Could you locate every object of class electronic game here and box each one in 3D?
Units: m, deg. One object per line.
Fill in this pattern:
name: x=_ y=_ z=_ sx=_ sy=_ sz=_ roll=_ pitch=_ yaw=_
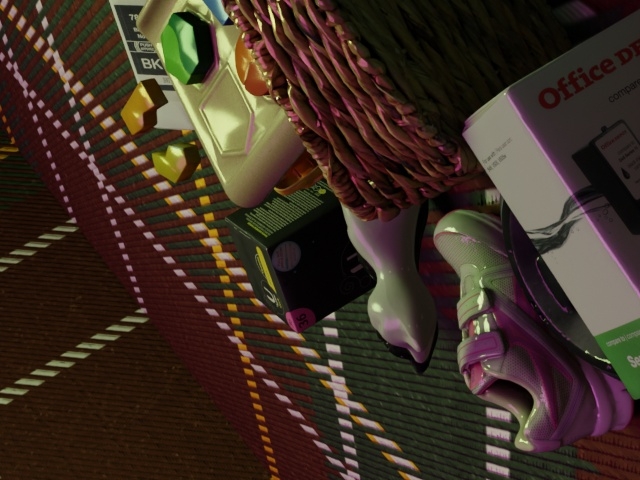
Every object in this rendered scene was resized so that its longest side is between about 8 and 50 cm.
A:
electronic game: x=0.224 y=0.015 z=1.014 sx=0.229 sy=0.048 sz=0.229 roll=43 pitch=149 yaw=34

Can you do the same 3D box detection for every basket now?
basket: x=0.009 y=-0.163 z=0.945 sx=0.223 sy=0.213 sz=0.299 roll=-21 pitch=101 yaw=50

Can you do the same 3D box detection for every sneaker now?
sneaker: x=0.169 y=0.083 z=1.164 sx=0.252 sy=0.111 sz=0.103 roll=56 pitch=162 yaw=21

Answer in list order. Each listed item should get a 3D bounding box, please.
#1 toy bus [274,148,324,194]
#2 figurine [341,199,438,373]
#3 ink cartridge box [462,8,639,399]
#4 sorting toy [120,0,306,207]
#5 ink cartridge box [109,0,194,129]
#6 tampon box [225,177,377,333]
toy bus: x=-0.046 y=-0.136 z=1.379 sx=0.220 sy=0.149 sz=0.211 roll=51 pitch=174 yaw=18
figurine: x=0.070 y=0.016 z=1.192 sx=0.215 sy=0.092 sz=0.210 roll=57 pitch=-159 yaw=-80
ink cartridge box: x=0.211 y=-0.031 z=0.804 sx=0.208 sy=0.153 sz=0.087 roll=57 pitch=162 yaw=5
sorting toy: x=-0.106 y=-0.147 z=1.219 sx=0.229 sy=0.041 sz=0.307 roll=59 pitch=140 yaw=15
ink cartridge box: x=-0.172 y=-0.298 z=1.399 sx=0.065 sy=0.165 sz=0.333 roll=5 pitch=138 yaw=20
tampon box: x=0.000 y=0.000 z=1.415 sx=0.101 sy=0.161 sz=0.120 roll=35 pitch=151 yaw=52
